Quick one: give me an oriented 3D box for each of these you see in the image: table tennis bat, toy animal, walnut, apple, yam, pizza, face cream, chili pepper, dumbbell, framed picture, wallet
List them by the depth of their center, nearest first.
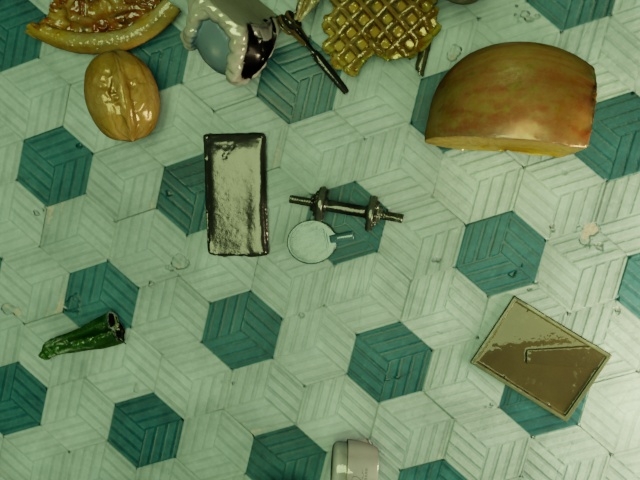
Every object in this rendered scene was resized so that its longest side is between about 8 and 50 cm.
[{"bbox_3d":[0.380,-0.269,1.501,0.309,0.314,0.252,11,139,6],"label":"apple"},{"bbox_3d":[-0.198,-0.439,1.569,0.204,0.208,0.156,37,119,2],"label":"toy animal"},{"bbox_3d":[0.221,-0.419,1.587,0.033,0.027,0.129,9,97,-33],"label":"yam"},{"bbox_3d":[0.056,-0.069,1.621,0.254,0.081,0.081,10,97,7],"label":"dumbbell"},{"bbox_3d":[-0.436,-0.317,1.628,0.159,0.159,0.206,-13,89,9],"label":"walnut"},{"bbox_3d":[0.484,0.261,1.630,0.250,0.016,0.184,30,99,3],"label":"framed picture"},{"bbox_3d":[-0.491,-0.510,1.652,0.365,0.074,0.182,0,105,7],"label":"pizza"},{"bbox_3d":[0.075,0.508,1.661,0.104,0.117,0.117,4,97,0],"label":"face cream"},{"bbox_3d":[0.000,0.000,1.668,0.155,0.019,0.100,-10,94,10],"label":"table tennis bat"},{"bbox_3d":[-0.191,-0.102,1.677,0.146,0.030,0.285,-1,95,4],"label":"wallet"},{"bbox_3d":[-0.575,0.243,1.755,0.227,0.059,0.088,-21,106,13],"label":"chili pepper"}]

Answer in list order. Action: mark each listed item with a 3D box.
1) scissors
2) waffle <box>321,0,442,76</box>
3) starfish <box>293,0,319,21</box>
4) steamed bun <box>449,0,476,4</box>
[{"bbox_3d":[-0.012,-0.406,1.609,0.017,0.088,0.220,-35,102,31],"label":"scissors"},{"bbox_3d":[0.129,-0.462,1.570,0.253,0.056,0.249,17,96,14],"label":"waffle"},{"bbox_3d":[-0.015,-0.685,1.565,0.324,0.082,0.432,38,97,5],"label":"starfish"},{"bbox_3d":[0.269,-0.675,1.445,0.247,0.236,0.383,13,106,-32],"label":"steamed bun"}]
